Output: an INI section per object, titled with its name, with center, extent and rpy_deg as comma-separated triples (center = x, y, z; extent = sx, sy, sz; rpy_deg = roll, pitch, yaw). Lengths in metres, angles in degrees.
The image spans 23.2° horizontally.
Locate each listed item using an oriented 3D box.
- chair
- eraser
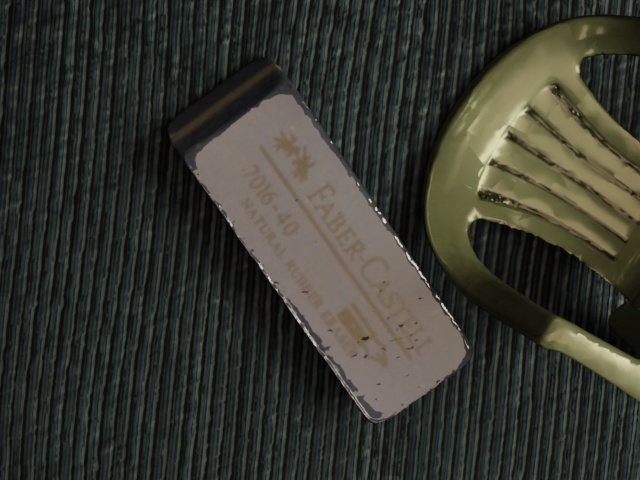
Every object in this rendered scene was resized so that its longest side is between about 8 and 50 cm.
[chair]
center = 0.215, 0.004, 0.918
extent = 0.275, 0.190, 0.203
rpy_deg = 37, 88, -17
[eraser]
center = 0.000, 0.000, 0.947
extent = 0.082, 0.036, 0.225
rpy_deg = -35, 99, -1
